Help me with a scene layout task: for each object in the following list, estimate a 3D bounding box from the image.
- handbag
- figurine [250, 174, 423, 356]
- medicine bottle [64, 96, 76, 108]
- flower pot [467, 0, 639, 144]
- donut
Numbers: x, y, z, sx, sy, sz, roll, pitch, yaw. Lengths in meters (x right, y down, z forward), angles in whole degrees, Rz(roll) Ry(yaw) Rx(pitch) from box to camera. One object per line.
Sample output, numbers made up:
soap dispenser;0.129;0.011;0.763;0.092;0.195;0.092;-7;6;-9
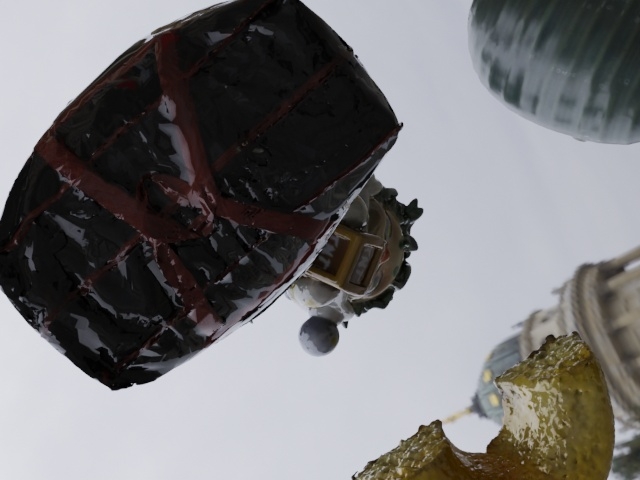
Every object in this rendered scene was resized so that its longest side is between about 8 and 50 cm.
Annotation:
handbag;-0.067;-0.031;0.510;0.155;0.215;0.169;46;-177;-7
figurine;0.003;-0.003;1.080;0.186;0.261;0.382;30;-174;22
medicine bottle;-0.287;-0.035;1.218;0.165;0.273;0.165;21;-168;-4
flower pot;0.264;-0.191;0.938;0.243;0.157;0.189;25;-153;21
donut;0.178;0.210;0.855;0.259;0.101;0.152;-33;-86;-11
